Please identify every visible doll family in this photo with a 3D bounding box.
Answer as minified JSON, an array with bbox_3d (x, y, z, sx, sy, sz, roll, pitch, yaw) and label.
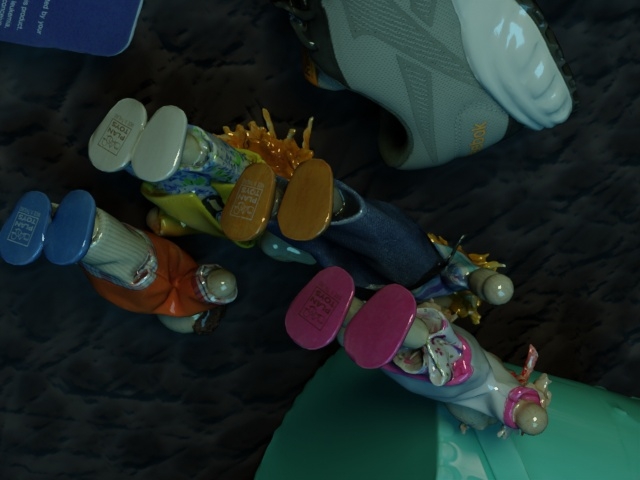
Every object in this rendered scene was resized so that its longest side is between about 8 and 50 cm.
[{"bbox_3d":[0.000,0.000,0.759,0.163,0.263,0.118,30,78,-56],"label":"doll family"}]

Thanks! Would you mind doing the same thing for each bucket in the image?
[{"bbox_3d":[0.076,0.183,0.864,0.183,0.281,0.281,21,116,-21],"label":"bucket"}]

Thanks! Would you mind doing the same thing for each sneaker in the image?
[{"bbox_3d":[0.018,-0.127,0.728,0.108,0.100,0.271,-29,129,9],"label":"sneaker"}]

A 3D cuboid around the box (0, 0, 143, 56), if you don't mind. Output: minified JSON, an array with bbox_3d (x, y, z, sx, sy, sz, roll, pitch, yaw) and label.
[{"bbox_3d":[-0.172,-0.154,0.681,0.225,0.036,0.136,8,121,-21],"label":"box"}]
